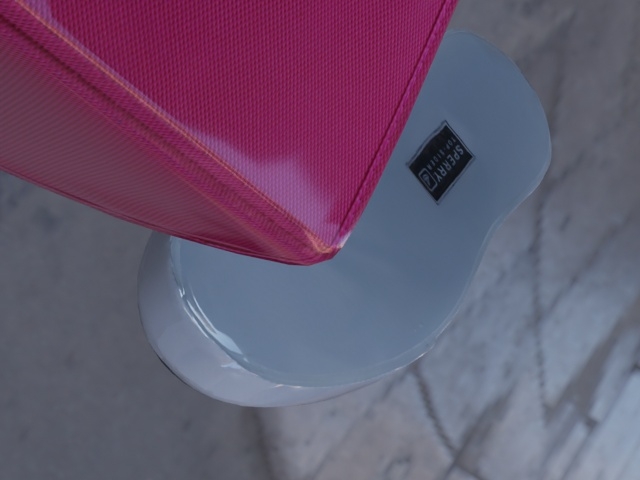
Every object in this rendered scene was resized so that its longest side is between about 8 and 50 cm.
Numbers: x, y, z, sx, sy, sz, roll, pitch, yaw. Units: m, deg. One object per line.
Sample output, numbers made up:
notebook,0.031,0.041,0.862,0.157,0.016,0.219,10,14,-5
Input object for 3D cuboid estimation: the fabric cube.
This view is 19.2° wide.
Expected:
fabric cube,-0.097,-0.175,0.492,0.259,0.254,0.258,-66,153,-7

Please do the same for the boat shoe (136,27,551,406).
boat shoe,-0.003,-0.004,0.788,0.105,0.113,0.306,-36,-173,32
